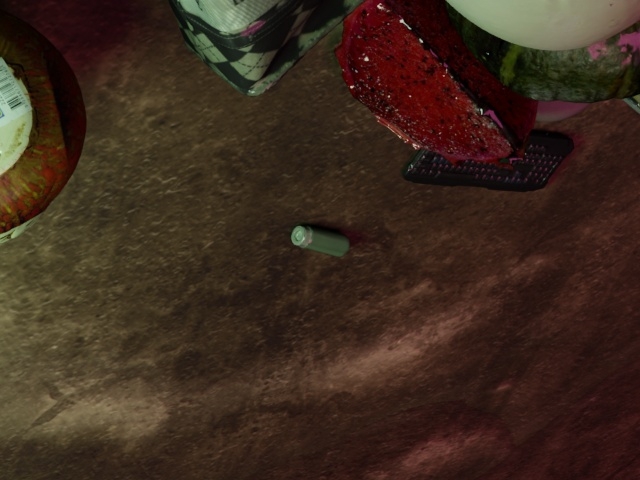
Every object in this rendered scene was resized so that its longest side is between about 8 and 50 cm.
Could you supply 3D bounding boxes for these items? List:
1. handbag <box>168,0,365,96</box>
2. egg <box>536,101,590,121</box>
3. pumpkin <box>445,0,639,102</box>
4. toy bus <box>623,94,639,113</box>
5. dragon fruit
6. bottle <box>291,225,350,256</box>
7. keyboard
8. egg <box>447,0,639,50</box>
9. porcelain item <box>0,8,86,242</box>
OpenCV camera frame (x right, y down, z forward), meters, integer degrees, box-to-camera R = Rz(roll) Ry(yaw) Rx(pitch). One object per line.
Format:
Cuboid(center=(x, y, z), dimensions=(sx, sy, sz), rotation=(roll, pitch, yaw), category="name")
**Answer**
Cuboid(center=(-0.033, -0.372, 1.469), dimensions=(0.317, 0.180, 0.416), rotation=(-36, 142, -10), category="handbag")
Cuboid(center=(0.272, -0.223, 1.895), dimensions=(0.151, 0.151, 0.209), rotation=(-20, 151, -17), category="egg")
Cuboid(center=(0.280, -0.290, 1.691), dimensions=(0.320, 0.320, 0.192), rotation=(-27, 166, -9), category="pumpkin")
Cuboid(center=(0.521, -0.220, 2.156), dimensions=(0.268, 0.092, 0.106), rotation=(-10, 130, -29), category="toy bus")
Cuboid(center=(0.140, -0.197, 1.802), dimensions=(0.189, 0.261, 0.163), rotation=(-44, -169, -5), category="dragon fruit")
Cuboid(center=(0.000, 0.000, 2.059), dimensions=(0.083, 0.030, 0.030), rotation=(13, 125, -46), category="bottle")
Cuboid(center=(0.224, -0.107, 2.116), dimensions=(0.262, 0.016, 0.106), rotation=(3, 132, -40), category="keyboard")
Cuboid(center=(0.204, -0.316, 1.425), dimensions=(0.283, 0.283, 0.345), rotation=(-29, 147, -5), category="egg")
Cuboid(center=(-0.348, -0.111, 1.525), dimensions=(0.253, 0.253, 0.253), rotation=(-21, 144, -16), category="porcelain item")
